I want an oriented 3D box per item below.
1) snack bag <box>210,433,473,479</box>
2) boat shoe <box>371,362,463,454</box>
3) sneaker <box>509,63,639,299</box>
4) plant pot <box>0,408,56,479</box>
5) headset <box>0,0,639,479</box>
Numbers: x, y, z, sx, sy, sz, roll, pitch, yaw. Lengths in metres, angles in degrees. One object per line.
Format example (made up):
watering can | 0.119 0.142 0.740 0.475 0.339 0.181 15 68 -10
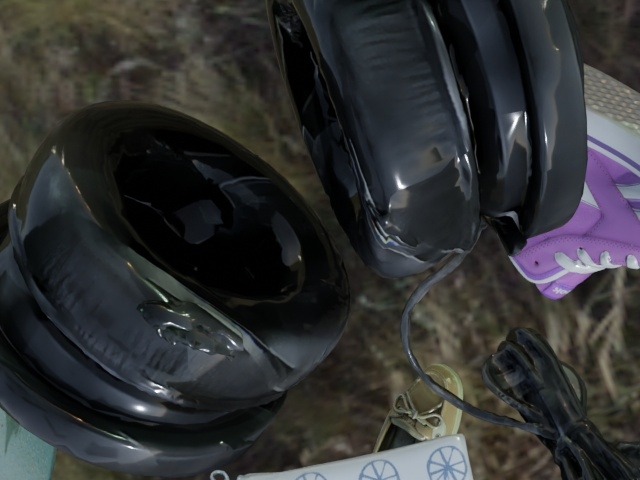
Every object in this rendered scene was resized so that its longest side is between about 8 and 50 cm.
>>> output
snack bag | -0.031 0.326 1.083 0.342 0.037 0.323 -9 87 -3
boat shoe | 0.071 0.175 1.261 0.056 0.048 0.153 34 100 30
sneaker | 0.235 -0.004 1.073 0.282 0.102 0.161 39 124 33
plant pot | -0.368 0.168 1.296 0.247 0.252 0.248 18 144 26
headset | 0.000 0.000 0.503 0.243 0.394 0.185 -36 51 14
